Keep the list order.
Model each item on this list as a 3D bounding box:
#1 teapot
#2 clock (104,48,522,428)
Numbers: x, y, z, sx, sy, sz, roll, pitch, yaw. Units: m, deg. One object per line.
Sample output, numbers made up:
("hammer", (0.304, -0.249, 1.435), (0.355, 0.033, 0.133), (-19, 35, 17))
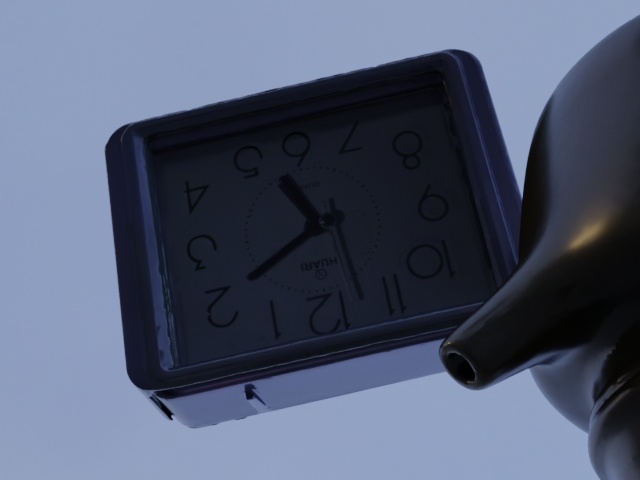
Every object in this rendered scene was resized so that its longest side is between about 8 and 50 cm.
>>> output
("teapot", (0.172, 0.036, 0.336), (0.267, 0.175, 0.185), (10, -34, -1))
("clock", (0.000, 0.001, 0.494), (0.193, 0.073, 0.145), (-13, -114, 3))
